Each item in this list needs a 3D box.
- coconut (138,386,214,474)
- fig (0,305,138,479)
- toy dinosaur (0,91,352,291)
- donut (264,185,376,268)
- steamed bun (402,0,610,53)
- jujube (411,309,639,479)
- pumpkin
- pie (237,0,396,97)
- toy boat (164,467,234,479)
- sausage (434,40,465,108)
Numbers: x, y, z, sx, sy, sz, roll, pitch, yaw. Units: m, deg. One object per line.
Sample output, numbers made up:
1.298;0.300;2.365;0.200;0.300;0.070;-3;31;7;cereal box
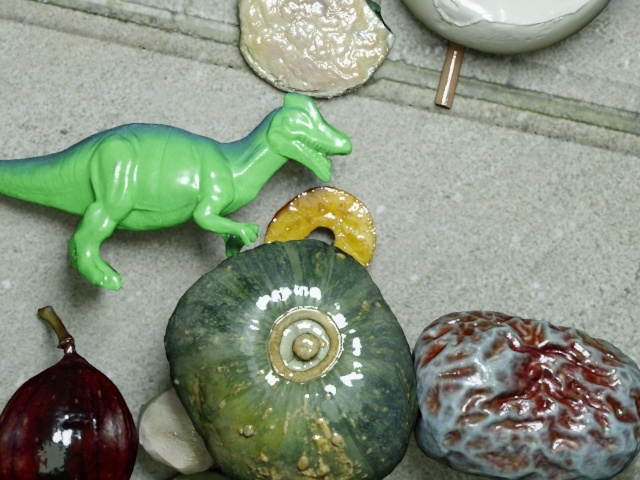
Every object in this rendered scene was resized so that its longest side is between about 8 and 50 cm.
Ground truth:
-0.188;0.246;1.845;0.124;0.110;0.110;25;92;19;coconut
-0.322;0.221;1.789;0.186;0.204;0.249;10;90;12;fig
-0.257;-0.142;1.777;0.500;0.144;0.374;40;93;7;toy dinosaur
0.000;0.000;1.864;0.152;0.058;0.151;0;94;-2;donut
0.239;-0.395;1.775;0.324;0.206;0.324;0;91;-4;steamed bun
0.268;0.208;1.818;0.317;0.226;0.226;8;93;-6;jujube
-0.032;0.170;1.730;0.292;0.257;0.327;-19;79;-4;pumpkin
-0.019;-0.285;1.846;0.185;0.052;0.218;-38;97;-2;pie
-0.153;0.350;1.873;0.185;0.071;0.089;17;52;-4;toy boat
0.178;-0.236;1.874;0.026;0.026;0.116;13;93;-4;sausage
